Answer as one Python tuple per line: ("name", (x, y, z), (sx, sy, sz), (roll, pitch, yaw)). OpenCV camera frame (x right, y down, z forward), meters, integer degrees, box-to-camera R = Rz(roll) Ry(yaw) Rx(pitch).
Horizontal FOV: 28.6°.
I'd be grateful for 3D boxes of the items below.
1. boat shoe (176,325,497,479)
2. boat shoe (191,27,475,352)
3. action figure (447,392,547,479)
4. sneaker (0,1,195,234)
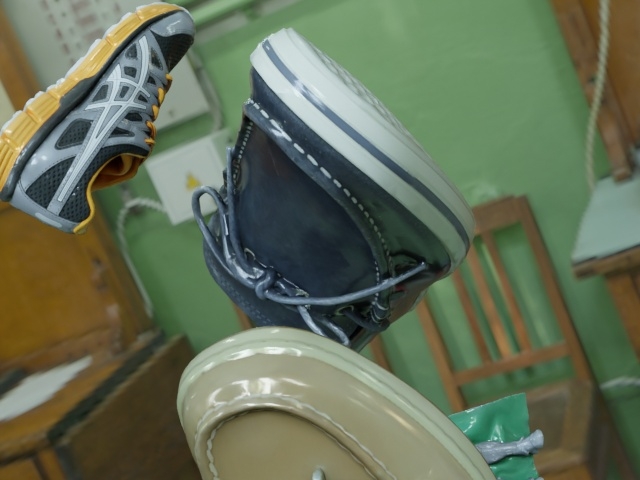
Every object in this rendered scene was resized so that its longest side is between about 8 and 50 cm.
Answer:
("boat shoe", (0.039, 0.159, 0.504), (0.104, 0.285, 0.089), (-30, 17, 25))
("boat shoe", (0.000, 0.000, 0.952), (0.156, 0.187, 0.500), (-43, -12, -9))
("action figure", (0.093, 0.220, 1.153), (0.232, 0.137, 0.063), (-6, -17, -9))
("sneaker", (-0.146, -0.085, 0.871), (0.215, 0.083, 0.084), (-53, 5, -35))
